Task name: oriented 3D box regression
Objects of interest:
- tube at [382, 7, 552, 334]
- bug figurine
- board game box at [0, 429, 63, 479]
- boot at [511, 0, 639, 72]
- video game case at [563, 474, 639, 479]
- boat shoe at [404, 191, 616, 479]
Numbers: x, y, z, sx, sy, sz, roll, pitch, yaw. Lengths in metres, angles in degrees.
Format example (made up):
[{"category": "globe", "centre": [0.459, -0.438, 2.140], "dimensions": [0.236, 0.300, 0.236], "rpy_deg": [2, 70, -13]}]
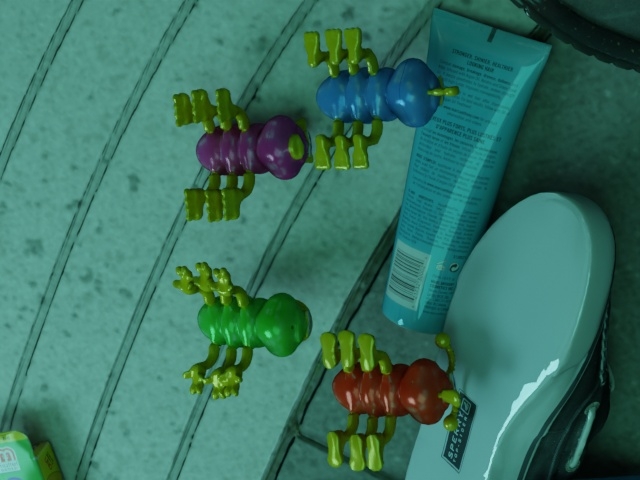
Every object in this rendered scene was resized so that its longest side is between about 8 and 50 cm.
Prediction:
[{"category": "tube", "centre": [0.087, -0.041, 1.188], "dimensions": [0.080, 0.052, 0.207], "rpy_deg": [18, 113, 12]}, {"category": "bug figurine", "centre": [0.000, 0.000, 1.184], "dimensions": [0.216, 0.072, 0.279], "rpy_deg": [4, 102, 34]}, {"category": "board game box", "centre": [-0.234, 0.262, 1.409], "dimensions": [0.124, 0.039, 0.259], "rpy_deg": [-11, 111, 19]}, {"category": "boot", "centre": [0.242, -0.192, 1.059], "dimensions": [0.338, 0.118, 0.223], "rpy_deg": [31, 114, -11]}, {"category": "video game case", "centre": [0.157, 0.226, 1.248], "dimensions": [0.015, 0.119, 0.166], "rpy_deg": [52, 128, 39]}, {"category": "boat shoe", "centre": [0.143, 0.098, 1.202], "dimensions": [0.108, 0.102, 0.301], "rpy_deg": [44, 129, 44]}]
